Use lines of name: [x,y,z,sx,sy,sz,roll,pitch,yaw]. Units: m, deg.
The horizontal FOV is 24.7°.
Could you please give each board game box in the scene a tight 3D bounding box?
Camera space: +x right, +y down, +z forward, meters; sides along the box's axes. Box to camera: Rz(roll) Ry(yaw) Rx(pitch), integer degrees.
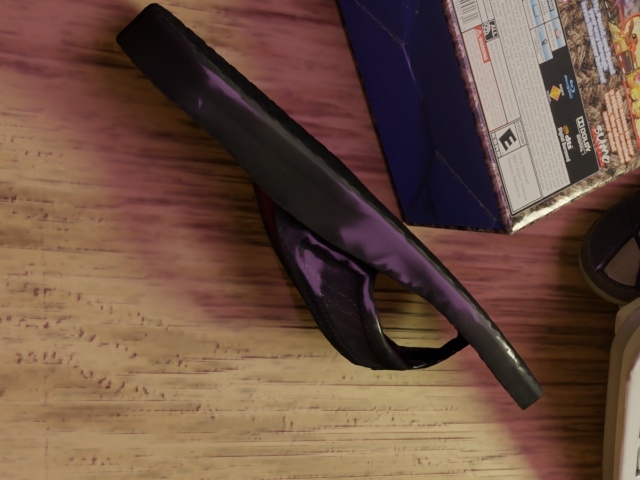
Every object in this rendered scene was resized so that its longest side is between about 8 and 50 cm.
board game box: [0.189,-0.167,1.235,0.291,0.141,0.232,-26,107,-30]

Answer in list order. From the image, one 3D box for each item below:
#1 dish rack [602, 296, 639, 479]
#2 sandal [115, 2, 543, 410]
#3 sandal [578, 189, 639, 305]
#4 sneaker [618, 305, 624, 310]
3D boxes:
dish rack: [0.386,0.098,1.359,0.333,0.072,0.285,-27,136,-20]
sandal: [-0.001,-0.002,1.135,0.446,0.167,0.107,42,96,-21]
sandal: [0.360,-0.017,1.397,0.303,0.120,0.086,-24,149,-24]
sneaker: [0.347,0.089,1.410,0.144,0.059,0.053,38,72,-32]
